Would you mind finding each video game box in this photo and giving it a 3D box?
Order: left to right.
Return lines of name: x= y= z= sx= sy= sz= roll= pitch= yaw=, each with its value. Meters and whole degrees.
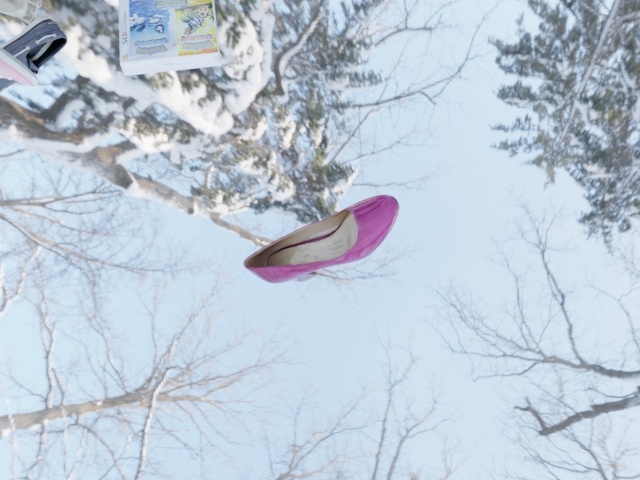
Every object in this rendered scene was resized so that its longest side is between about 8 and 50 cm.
video game box: x=-0.322 y=-0.446 z=1.243 sx=0.205 sy=0.048 sz=0.187 roll=-8 pitch=-111 yaw=-5

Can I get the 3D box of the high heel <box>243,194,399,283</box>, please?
high heel: x=0.000 y=0.000 z=1.339 sx=0.377 sy=0.181 sz=0.127 roll=-38 pitch=-122 yaw=31

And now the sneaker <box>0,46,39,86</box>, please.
sneaker: x=-0.491 y=-0.256 z=0.860 sx=0.070 sy=0.134 sz=0.051 roll=-53 pitch=-149 yaw=1

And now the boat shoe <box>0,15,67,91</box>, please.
boat shoe: x=-0.598 y=-0.362 z=1.178 sx=0.065 sy=0.075 sz=0.206 roll=41 pitch=-99 yaw=8

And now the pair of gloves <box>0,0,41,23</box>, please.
pair of gloves: x=-0.658 y=-0.602 z=1.236 sx=0.042 sy=0.204 sz=0.240 roll=7 pitch=-102 yaw=27
